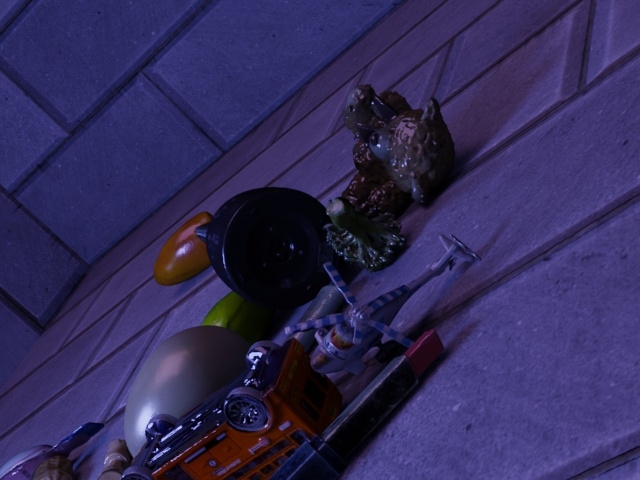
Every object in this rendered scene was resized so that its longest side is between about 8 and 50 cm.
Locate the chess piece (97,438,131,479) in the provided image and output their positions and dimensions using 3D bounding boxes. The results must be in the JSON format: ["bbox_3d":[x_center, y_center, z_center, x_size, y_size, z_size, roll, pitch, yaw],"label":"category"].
[{"bbox_3d":[-0.379,0.417,2.052,0.060,0.060,0.172,-44,12,7],"label":"chess piece"}]

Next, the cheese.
[{"bbox_3d":[-0.592,0.476,2.377,0.286,0.074,0.189,-36,-17,7],"label":"cheese"}]

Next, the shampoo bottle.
[{"bbox_3d":[-0.027,0.155,1.808,0.190,0.041,0.069,-53,15,-28],"label":"shampoo bottle"}]

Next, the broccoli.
[{"bbox_3d":[0.058,-0.021,1.788,0.118,0.122,0.204,-39,-30,7],"label":"broccoli"}]

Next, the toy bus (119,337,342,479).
[{"bbox_3d":[-0.132,0.281,1.536,0.329,0.153,0.143,-37,15,25],"label":"toy bus"}]

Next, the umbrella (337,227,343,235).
[{"bbox_3d":[0.000,0.000,2.149,0.188,0.046,0.050,-41,31,16],"label":"umbrella"}]

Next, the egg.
[{"bbox_3d":[-0.205,0.251,1.745,0.253,0.188,0.188,-49,15,-5],"label":"egg"}]

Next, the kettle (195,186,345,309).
[{"bbox_3d":[-0.080,0.011,1.989,0.290,0.268,0.207,-170,89,-71],"label":"kettle"}]

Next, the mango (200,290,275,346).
[{"bbox_3d":[-0.150,0.147,2.043,0.125,0.111,0.233,-32,16,33],"label":"mango"}]

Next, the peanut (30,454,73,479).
[{"bbox_3d":[-0.545,0.493,2.236,0.093,0.083,0.194,-57,13,13],"label":"peanut"}]

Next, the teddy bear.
[{"bbox_3d":[0.141,-0.153,1.973,0.256,0.156,0.267,-178,92,-72],"label":"teddy bear"}]

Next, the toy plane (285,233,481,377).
[{"bbox_3d":[0.085,0.089,1.522,0.273,0.182,0.107,-55,-15,-36],"label":"toy plane"}]

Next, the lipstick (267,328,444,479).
[{"bbox_3d":[0.043,0.233,1.390,0.312,0.051,0.051,-45,13,-7],"label":"lipstick"}]

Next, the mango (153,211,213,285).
[{"bbox_3d":[-0.343,0.030,2.874,0.252,0.126,0.154,-41,4,21],"label":"mango"}]
